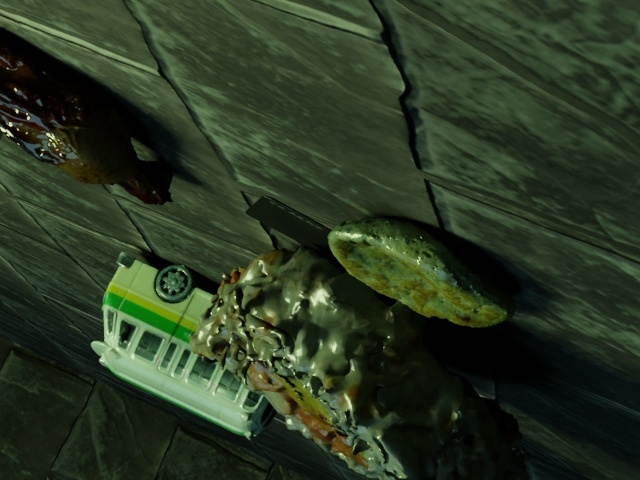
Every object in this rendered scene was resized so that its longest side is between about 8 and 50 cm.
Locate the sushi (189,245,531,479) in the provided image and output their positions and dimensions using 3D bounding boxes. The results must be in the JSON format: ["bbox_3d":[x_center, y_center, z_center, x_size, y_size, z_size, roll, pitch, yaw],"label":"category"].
[{"bbox_3d":[0.051,0.156,1.726,0.417,0.176,0.417,37,173,5],"label":"sushi"}]

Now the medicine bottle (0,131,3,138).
[{"bbox_3d":[-0.496,-0.155,1.666,0.322,0.151,0.151,31,166,-16],"label":"medicine bottle"}]

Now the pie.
[{"bbox_3d":[0.094,0.029,1.486,0.187,0.041,0.187,25,166,7],"label":"pie"}]

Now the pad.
[{"bbox_3d":[0.000,0.000,1.636,0.157,0.003,0.112,29,166,-7],"label":"pad"}]

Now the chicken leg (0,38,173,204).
[{"bbox_3d":[-0.268,-0.121,1.557,0.322,0.083,0.177,32,174,-14],"label":"chicken leg"}]

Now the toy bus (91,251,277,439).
[{"bbox_3d":[-0.166,0.140,2.123,0.276,0.164,0.133,23,165,12],"label":"toy bus"}]
